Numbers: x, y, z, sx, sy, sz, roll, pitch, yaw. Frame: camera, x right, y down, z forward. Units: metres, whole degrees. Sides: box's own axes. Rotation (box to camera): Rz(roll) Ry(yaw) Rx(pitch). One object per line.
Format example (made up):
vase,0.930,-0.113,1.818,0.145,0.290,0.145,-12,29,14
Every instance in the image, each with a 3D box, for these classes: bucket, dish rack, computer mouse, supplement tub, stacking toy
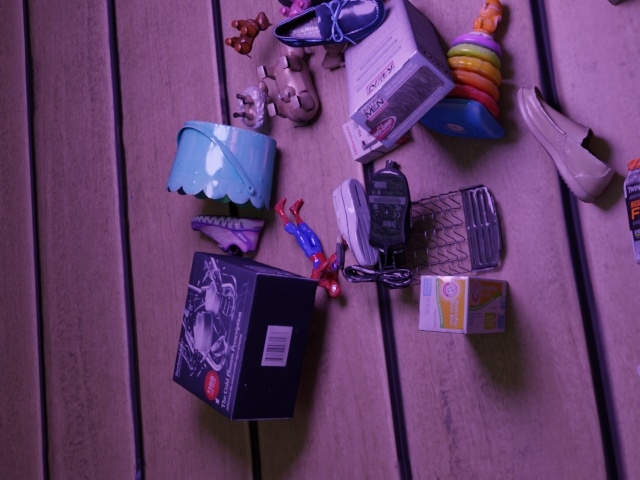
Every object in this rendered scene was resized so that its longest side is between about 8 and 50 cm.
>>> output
bucket,-0.245,-0.187,1.858,0.281,0.281,0.183,10,89,35
dish rack,0.255,-0.012,1.598,0.271,0.074,0.208,-13,80,34
computer mouse,0.121,-0.027,1.614,0.184,0.060,0.262,-1,96,28
supplement tub,0.615,-0.055,1.319,0.117,0.117,0.190,-11,80,34
stacking toy,0.324,-0.376,1.548,0.166,0.175,0.301,12,82,36

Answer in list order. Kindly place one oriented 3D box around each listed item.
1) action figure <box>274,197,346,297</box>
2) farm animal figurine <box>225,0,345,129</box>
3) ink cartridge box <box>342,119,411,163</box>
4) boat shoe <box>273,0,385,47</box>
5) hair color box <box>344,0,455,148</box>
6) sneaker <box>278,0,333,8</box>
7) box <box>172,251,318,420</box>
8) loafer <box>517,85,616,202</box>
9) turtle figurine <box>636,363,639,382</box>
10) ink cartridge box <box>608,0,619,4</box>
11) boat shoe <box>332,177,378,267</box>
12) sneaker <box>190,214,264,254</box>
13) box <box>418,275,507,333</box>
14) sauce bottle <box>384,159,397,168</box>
action figure,0.000,0.000,1.762,0.139,0.091,0.280,-43,63,37
farm animal figurine,-0.055,-0.439,1.809,0.330,0.172,0.326,5,101,28
ink cartridge box,0.129,-0.254,1.716,0.135,0.056,0.099,-28,72,30
boat shoe,0.016,-0.470,1.614,0.258,0.089,0.109,-14,94,29
hair color box,0.155,-0.369,1.549,0.185,0.114,0.374,-43,24,25
sneaker,0.038,-0.644,1.793,0.331,0.122,0.146,2,69,36
box,-0.192,0.224,1.781,0.312,0.179,0.343,13,93,54
loafer,0.485,-0.203,1.441,0.092,0.102,0.268,-36,76,26
turtle figurine,0.686,0.232,1.198,0.266,0.198,0.274,-36,63,32
ink cartridge box,0.560,-0.591,1.421,0.153,0.087,0.208,-40,66,27
boat shoe,0.081,-0.033,1.730,0.076,0.083,0.226,-31,57,42
sneaker,-0.255,-0.016,1.952,0.236,0.095,0.104,6,97,35
box,0.291,0.129,1.480,0.103,0.203,0.114,0,86,35
sauce bottle,0.150,-0.123,1.701,0.042,0.042,0.128,19,95,35
